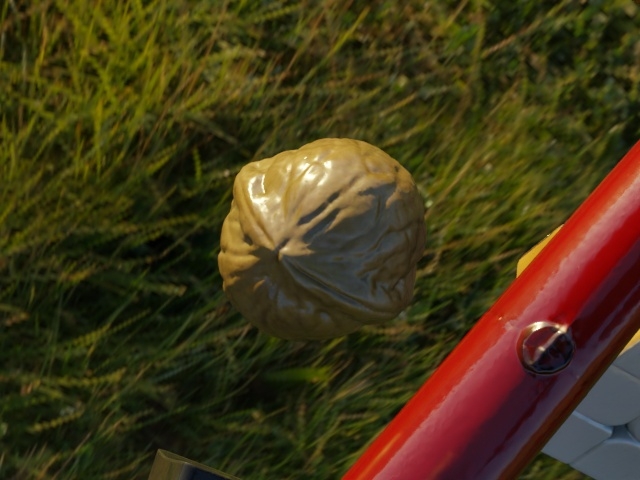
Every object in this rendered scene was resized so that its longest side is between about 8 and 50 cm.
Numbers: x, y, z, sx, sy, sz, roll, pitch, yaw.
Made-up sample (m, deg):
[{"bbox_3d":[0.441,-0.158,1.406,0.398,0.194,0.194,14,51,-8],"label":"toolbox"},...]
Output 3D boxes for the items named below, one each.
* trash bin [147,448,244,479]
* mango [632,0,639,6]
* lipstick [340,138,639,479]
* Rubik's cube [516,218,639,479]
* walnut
[{"bbox_3d":[-0.149,0.344,1.516,0.115,0.165,0.225,24,81,-14],"label":"trash bin"},{"bbox_3d":[0.117,-0.173,0.424,0.160,0.191,0.290,12,28,-51],"label":"mango"},{"bbox_3d":[0.110,0.063,0.769,0.073,0.073,0.279,40,85,0],"label":"lipstick"},{"bbox_3d":[0.426,0.118,1.775,0.290,0.291,0.291,29,45,-17],"label":"Rubik's cube"},{"bbox_3d":[0.000,0.000,1.478,0.228,0.228,0.228,4,72,-14],"label":"walnut"}]
